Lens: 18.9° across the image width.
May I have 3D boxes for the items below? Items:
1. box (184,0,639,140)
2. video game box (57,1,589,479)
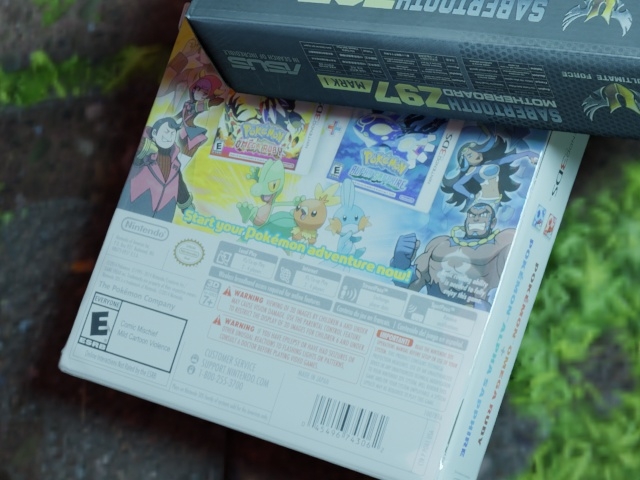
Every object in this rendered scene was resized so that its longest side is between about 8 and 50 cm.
[{"bbox_3d":[0.080,-0.139,0.826,0.232,0.059,0.183,8,59,29],"label":"box"},{"bbox_3d":[0.000,0.000,0.865,0.205,0.048,0.187,16,85,30],"label":"video game box"}]
